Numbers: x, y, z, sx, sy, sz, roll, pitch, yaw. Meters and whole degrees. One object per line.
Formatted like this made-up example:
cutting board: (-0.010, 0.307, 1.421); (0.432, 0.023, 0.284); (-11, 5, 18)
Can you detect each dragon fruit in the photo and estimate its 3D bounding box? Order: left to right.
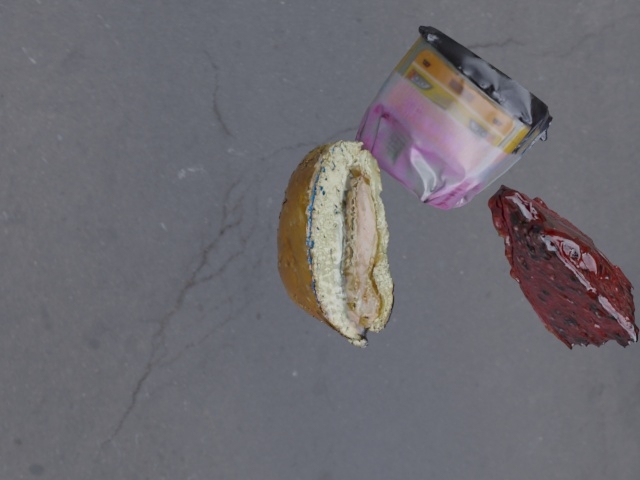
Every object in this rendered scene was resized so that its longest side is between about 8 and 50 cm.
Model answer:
dragon fruit: (0.164, 0.007, 0.505); (0.063, 0.097, 0.131); (-44, 96, -13)

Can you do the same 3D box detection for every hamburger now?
hamburger: (-0.003, 0.005, 0.667); (0.087, 0.102, 0.176); (-18, 102, -42)

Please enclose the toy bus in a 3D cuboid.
toy bus: (0.168, -0.132, 0.925); (0.162, 0.171, 0.386); (-54, 170, 15)
